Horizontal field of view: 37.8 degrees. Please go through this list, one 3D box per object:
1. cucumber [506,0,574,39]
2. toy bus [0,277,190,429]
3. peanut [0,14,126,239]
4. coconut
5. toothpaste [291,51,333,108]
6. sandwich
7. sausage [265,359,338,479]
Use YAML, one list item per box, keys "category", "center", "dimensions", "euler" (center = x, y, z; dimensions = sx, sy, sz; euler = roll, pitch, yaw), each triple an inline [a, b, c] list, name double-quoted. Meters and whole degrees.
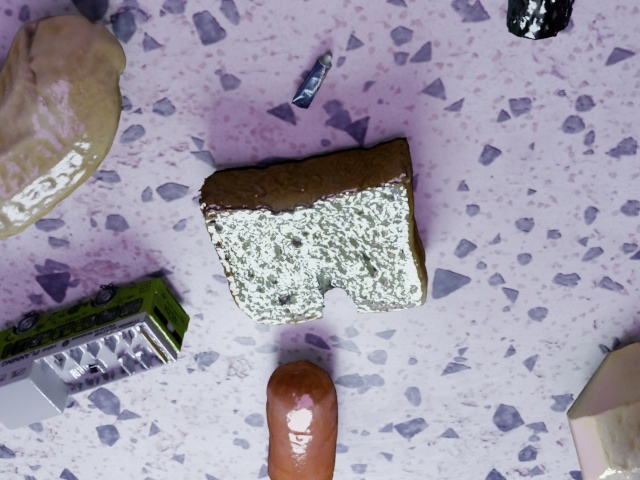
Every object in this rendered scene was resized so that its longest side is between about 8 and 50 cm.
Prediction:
- category: "cucumber"
  center: [0.248, -0.309, 0.991]
  dimensions: [0.078, 0.062, 0.211]
  euler: [1, 128, 1]
- category: "toy bus"
  center: [-0.346, 0.160, 1.350]
  dimensions: [0.302, 0.139, 0.113]
  euler: [-20, 127, 16]
- category: "peanut"
  center: [-0.347, -0.126, 1.117]
  dimensions: [0.340, 0.158, 0.174]
  euler: [-32, 91, 20]
- category: "coconut"
  center: [0.479, 0.270, 1.350]
  dimensions: [0.260, 0.259, 0.259]
  euler: [2, 129, 2]
- category: "toothpaste"
  center: [-0.007, -0.193, 1.127]
  dimensions: [0.027, 0.019, 0.083]
  euler: [7, 134, -34]
- category: "sandwich"
  center: [0.000, 0.001, 1.234]
  dimensions: [0.273, 0.095, 0.248]
  euler: [-8, 131, 9]
- category: "sausage"
  center: [-0.028, 0.287, 1.455]
  dimensions: [0.114, 0.113, 0.259]
  euler: [3, 130, 1]
